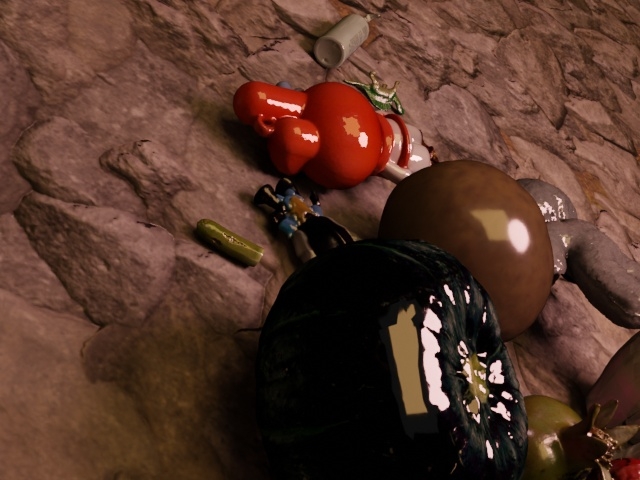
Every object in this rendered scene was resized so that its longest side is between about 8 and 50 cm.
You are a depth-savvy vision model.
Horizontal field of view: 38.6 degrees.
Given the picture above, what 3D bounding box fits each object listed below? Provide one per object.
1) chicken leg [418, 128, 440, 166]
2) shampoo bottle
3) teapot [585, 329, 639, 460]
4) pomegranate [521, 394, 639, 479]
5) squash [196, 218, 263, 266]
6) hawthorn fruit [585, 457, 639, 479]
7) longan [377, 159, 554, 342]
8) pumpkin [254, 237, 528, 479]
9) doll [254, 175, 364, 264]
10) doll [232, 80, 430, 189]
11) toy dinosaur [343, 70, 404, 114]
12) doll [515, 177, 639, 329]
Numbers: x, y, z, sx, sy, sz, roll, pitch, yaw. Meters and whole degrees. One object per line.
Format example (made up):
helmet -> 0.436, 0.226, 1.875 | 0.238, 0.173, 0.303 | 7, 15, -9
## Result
chicken leg -> 0.175, -0.124, 1.446 | 0.062, 0.037, 0.145 | 27, 35, -58
shampoo bottle -> 0.047, -0.342, 1.521 | 0.056, 0.056, 0.195 | 41, 35, -4
teapot -> 0.466, 0.240, 1.255 | 0.163, 0.178, 0.222 | 26, 34, -24
pomegranate -> 0.268, 0.244, 1.049 | 0.152, 0.191, 0.131 | -33, 94, -51
squash -> -0.108, 0.001, 1.062 | 0.083, 0.027, 0.027 | 29, 39, -18
hawthorn fruit -> 0.363, 0.325, 1.081 | 0.172, 0.148, 0.148 | 52, 27, -37
longan -> 0.186, 0.018, 1.173 | 0.248, 0.248, 0.248 | 25, 40, -24
pumpkin -> 0.060, 0.151, 0.913 | 0.315, 0.238, 0.315 | 25, 55, -41
doll -> 0.000, 0.000, 1.133 | 0.096, 0.070, 0.195 | -29, 69, -37
doll -> 0.017, -0.143, 1.239 | 0.290, 0.130, 0.161 | 7, 52, -32
toy dinosaur -> 0.092, -0.241, 1.492 | 0.119, 0.029, 0.061 | 12, 64, -33
doll -> 0.356, 0.039, 1.339 | 0.245, 0.158, 0.340 | -5, 40, -44
